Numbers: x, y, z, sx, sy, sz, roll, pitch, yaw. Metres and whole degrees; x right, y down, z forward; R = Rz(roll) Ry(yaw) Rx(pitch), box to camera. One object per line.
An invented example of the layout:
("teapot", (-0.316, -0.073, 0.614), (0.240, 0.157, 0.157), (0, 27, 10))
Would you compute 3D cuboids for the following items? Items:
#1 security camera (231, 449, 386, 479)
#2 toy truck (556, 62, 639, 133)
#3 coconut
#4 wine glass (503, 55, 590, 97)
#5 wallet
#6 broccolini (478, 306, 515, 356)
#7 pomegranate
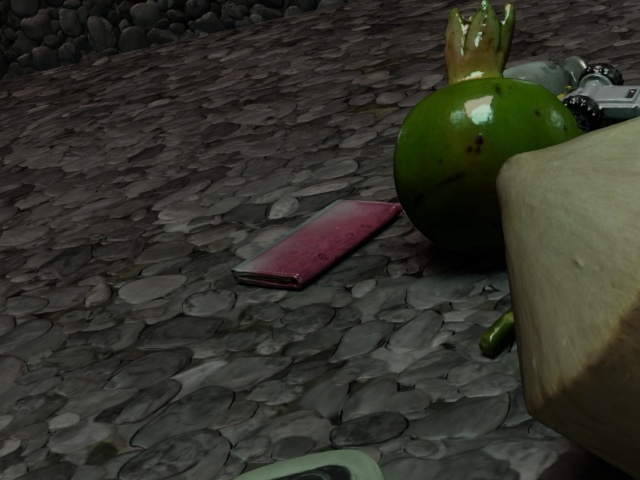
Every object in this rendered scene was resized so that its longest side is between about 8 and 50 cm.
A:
("security camera", (-0.088, 0.243, 0.826), (0.301, 0.080, 0.157), (-16, 22, 4))
("toy truck", (0.441, -0.174, 1.467), (0.286, 0.111, 0.136), (3, 37, 34))
("coconut", (0.263, 0.037, 0.768), (0.329, 0.329, 0.329), (-13, 21, 5))
("wine glass", (0.314, -0.212, 1.645), (0.204, 0.111, 0.111), (-16, 21, -14))
("wallet", (0.000, 0.000, 1.436), (0.119, 0.025, 0.232), (4, 28, 41))
("broccolini", (0.230, 0.052, 1.134), (0.216, 0.067, 0.058), (-38, 27, -28))
("pomegranate", (0.191, -0.134, 1.287), (0.236, 0.302, 0.236), (-8, -5, -1))
